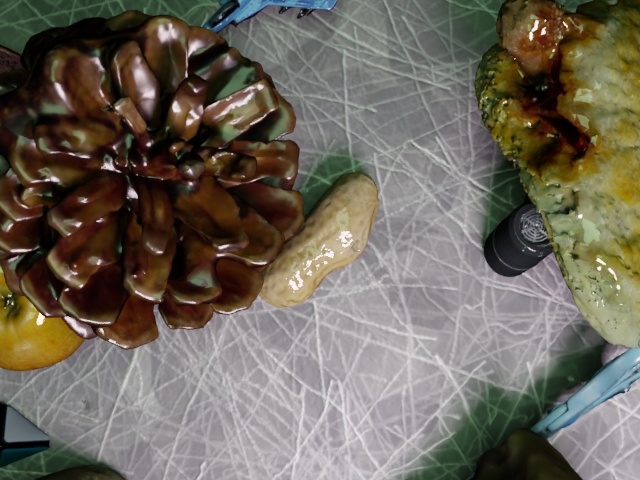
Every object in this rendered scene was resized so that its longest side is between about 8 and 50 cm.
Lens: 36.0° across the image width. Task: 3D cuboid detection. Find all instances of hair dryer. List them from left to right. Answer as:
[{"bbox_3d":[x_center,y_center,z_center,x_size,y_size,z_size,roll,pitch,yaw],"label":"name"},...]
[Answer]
[{"bbox_3d":[0.289,-0.062,1.279,0.071,0.124,0.219,27,71,0],"label":"hair dryer"}]

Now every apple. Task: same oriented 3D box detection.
[{"bbox_3d":[-0.373,0.075,1.247,0.182,0.155,0.182,0,87,-2],"label":"apple"}]

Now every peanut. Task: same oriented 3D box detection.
[{"bbox_3d":[0.000,0.000,1.280,0.214,0.099,0.099,-42,87,-2],"label":"peanut"}]

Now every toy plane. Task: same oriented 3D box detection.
[{"bbox_3d":[-0.081,-0.333,1.310,0.246,0.078,0.169,-43,87,5],"label":"toy plane"}]

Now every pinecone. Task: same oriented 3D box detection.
[{"bbox_3d":[-0.194,-0.071,1.124,0.398,0.398,0.397,0,87,1],"label":"pinecone"}]

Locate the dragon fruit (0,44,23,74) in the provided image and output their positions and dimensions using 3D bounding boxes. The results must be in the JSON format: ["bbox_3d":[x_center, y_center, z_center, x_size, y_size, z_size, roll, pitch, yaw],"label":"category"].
[{"bbox_3d":[-0.467,-0.149,1.271,0.218,0.148,0.223,15,46,-7],"label":"dragon fruit"}]

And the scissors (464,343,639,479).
[{"bbox_3d":[0.318,0.216,1.251,0.393,0.180,0.032,-40,65,12],"label":"scissors"}]

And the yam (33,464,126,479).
[{"bbox_3d":[-0.340,0.367,1.188,0.161,0.268,0.161,0,90,16],"label":"yam"}]

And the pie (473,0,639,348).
[{"bbox_3d":[0.371,-0.094,1.192,0.395,0.180,0.418,-12,83,-39],"label":"pie"}]

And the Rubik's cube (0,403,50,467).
[{"bbox_3d":[-0.550,0.294,1.240,0.284,0.250,0.234,38,107,-2],"label":"Rubik's cube"}]

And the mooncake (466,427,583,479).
[{"bbox_3d":[0.168,0.424,1.154,0.394,0.246,0.393,1,107,-3],"label":"mooncake"}]
